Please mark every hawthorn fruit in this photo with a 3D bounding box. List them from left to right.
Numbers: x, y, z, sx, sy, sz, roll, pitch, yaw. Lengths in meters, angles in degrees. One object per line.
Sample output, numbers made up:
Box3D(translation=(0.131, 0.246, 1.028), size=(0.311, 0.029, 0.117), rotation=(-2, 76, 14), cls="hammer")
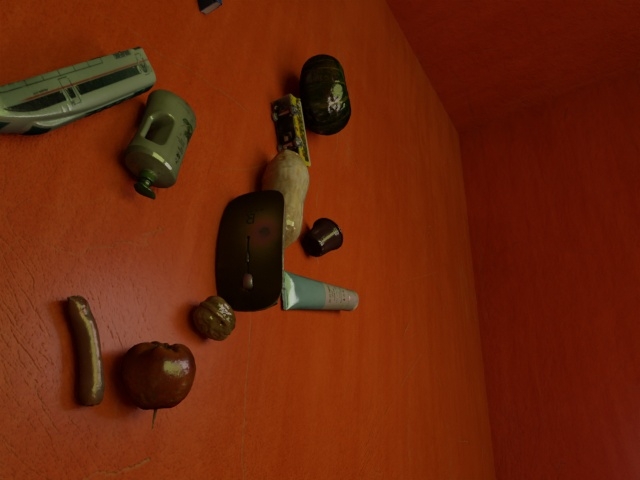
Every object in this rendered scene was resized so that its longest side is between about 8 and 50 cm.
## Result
Box3D(translation=(-0.279, 0.234, 0.866), size=(0.125, 0.125, 0.140), rotation=(-48, 150, -57), cls="hawthorn fruit")

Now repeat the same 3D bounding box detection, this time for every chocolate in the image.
Box3D(translation=(-0.099, -0.110, 1.331), size=(0.134, 0.134, 0.309), rotation=(41, 43, -44), cls="chocolate")

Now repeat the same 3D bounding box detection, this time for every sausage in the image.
Box3D(translation=(-0.375, 0.175, 0.798), size=(0.047, 0.040, 0.177), rotation=(1, 75, -53), cls="sausage")

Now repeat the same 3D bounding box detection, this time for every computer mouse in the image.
Box3D(translation=(-0.154, 0.012, 1.155), size=(0.072, 0.158, 0.310), rotation=(61, 26, -60), cls="computer mouse")

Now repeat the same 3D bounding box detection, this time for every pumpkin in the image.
Box3D(translation=(-0.002, -0.470, 1.643), size=(0.260, 0.189, 0.260), rotation=(-12, 90, -84), cls="pumpkin")

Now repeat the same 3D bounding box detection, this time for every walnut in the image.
Box3D(translation=(-0.220, 0.161, 1.037), size=(0.079, 0.082, 0.096), rotation=(-47, 122, -26), cls="walnut")

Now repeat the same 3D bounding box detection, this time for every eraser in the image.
Box3D(translation=(-0.298, -0.657, 1.333), size=(0.027, 0.063, 0.085), rotation=(2, 74, -59), cls="eraser")

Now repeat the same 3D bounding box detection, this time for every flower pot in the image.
Box3D(translation=(0.000, 0.000, 1.482), size=(0.089, 0.111, 0.111), rotation=(-41, 111, -46), cls="flower pot")

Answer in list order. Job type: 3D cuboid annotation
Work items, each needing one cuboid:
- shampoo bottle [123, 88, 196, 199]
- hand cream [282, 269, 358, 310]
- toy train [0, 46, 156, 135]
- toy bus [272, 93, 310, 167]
Box3D(translation=(-0.329, -0.189, 1.016), size=(0.118, 0.087, 0.234), rotation=(47, 39, -43), cls="shampoo bottle")
Box3D(translation=(-0.008, 0.161, 1.436), size=(0.312, 0.070, 0.111), rotation=(17, 62, -47), cls="hand cream")
Box3D(translation=(-0.442, -0.247, 0.859), size=(0.088, 0.086, 0.407), rotation=(68, 30, -22), cls="toy train")
Box3D(translation=(-0.087, -0.323, 1.508), size=(0.074, 0.081, 0.226), rotation=(8, 68, -57), cls="toy bus")
